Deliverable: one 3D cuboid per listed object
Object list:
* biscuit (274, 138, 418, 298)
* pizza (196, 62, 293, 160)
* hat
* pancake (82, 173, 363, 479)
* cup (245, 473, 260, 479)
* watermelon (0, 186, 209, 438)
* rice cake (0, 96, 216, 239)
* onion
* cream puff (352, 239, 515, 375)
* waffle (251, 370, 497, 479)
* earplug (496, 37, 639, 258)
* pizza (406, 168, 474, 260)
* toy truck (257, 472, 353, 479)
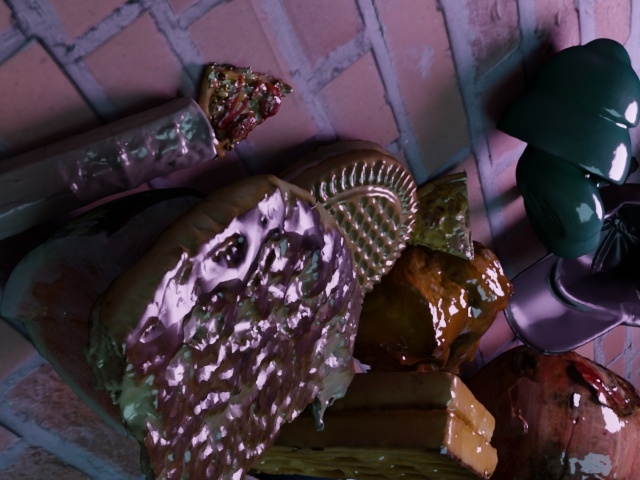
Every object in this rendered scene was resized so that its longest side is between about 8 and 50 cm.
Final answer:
[{"bbox_3d":[0.000,0.000,1.080,0.259,0.079,0.259,-28,144,-23],"label":"biscuit"},{"bbox_3d":[-0.077,-0.122,0.894,0.100,0.029,0.099,-44,148,2],"label":"pizza"},{"bbox_3d":[0.400,0.014,1.501,0.336,0.209,0.238,-17,123,-8],"label":"hat"},{"bbox_3d":[-0.063,0.089,0.882,0.427,0.066,0.305,-34,132,-59],"label":"pancake"},{"bbox_3d":[-0.113,0.456,1.340,0.173,0.255,0.202,-7,135,-51],"label":"cup"},{"bbox_3d":[-0.153,0.060,0.886,0.224,0.180,0.305,-27,135,-8],"label":"watermelon"},{"bbox_3d":[-0.202,-0.053,0.811,0.256,0.057,0.052,-24,170,-25],"label":"rice cake"},{"bbox_3d":[0.358,0.308,1.620,0.353,0.353,0.354,-28,146,-21],"label":"onion"},{"bbox_3d":[0.120,0.091,1.265,0.269,0.155,0.241,-17,146,-46],"label":"cream puff"},{"bbox_3d":[0.035,0.233,1.227,0.327,0.098,0.224,-3,154,24],"label":"waffle"},{"bbox_3d":[0.310,-0.107,1.221,0.257,0.164,0.280,-7,123,-53],"label":"earplug"},{"bbox_3d":[0.152,-0.023,1.194,0.123,0.109,0.026,-37,167,-14],"label":"pizza"},{"bbox_3d":[-0.024,0.419,1.493,0.162,0.161,0.385,10,123,-42],"label":"toy truck"}]
